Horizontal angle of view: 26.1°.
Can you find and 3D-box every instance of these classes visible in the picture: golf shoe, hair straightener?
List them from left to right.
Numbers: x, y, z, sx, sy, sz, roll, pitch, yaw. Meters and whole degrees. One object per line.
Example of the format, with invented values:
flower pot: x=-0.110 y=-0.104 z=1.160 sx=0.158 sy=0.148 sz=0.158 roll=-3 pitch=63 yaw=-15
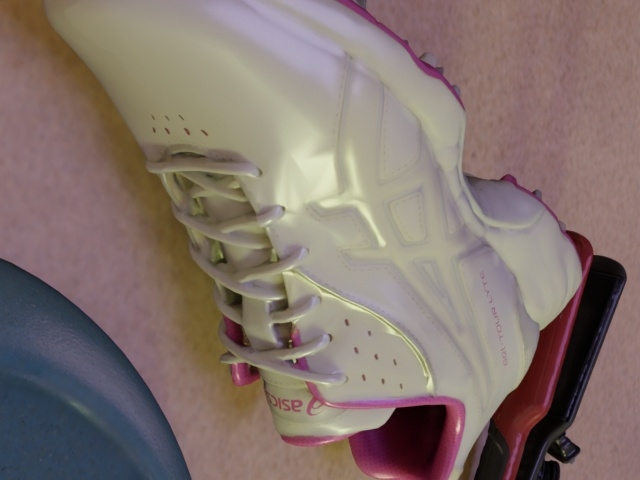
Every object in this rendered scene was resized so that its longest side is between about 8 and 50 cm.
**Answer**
golf shoe: x=0.000 y=0.000 z=0.530 sx=0.306 sy=0.115 sz=0.140 roll=39 pitch=68 yaw=-42
hair straightener: x=0.119 y=0.115 z=0.722 sx=0.089 sy=0.047 sz=0.231 roll=26 pitch=74 yaw=-47

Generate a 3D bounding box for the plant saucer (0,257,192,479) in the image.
plant saucer: x=-0.140 y=0.156 z=0.432 sx=0.317 sy=0.043 sz=0.318 roll=-7 pitch=99 yaw=-48
